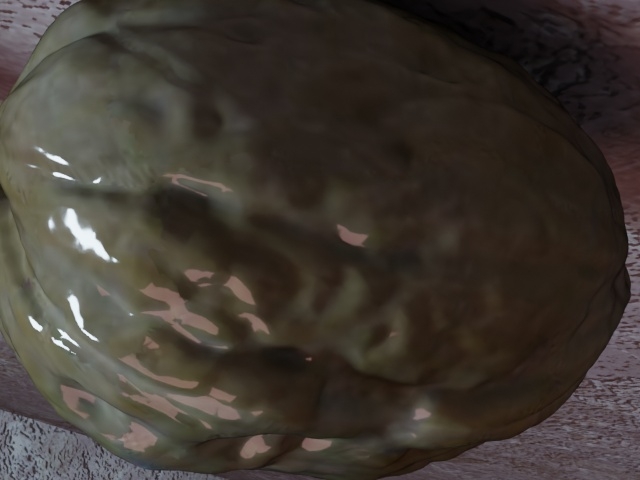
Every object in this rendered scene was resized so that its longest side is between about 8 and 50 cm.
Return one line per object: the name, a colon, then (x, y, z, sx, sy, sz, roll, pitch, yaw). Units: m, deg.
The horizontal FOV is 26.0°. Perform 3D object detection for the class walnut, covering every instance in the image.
walnut: (0.000, 0.001, 0.473, 0.230, 0.178, 0.178, 9, 167, -14)
